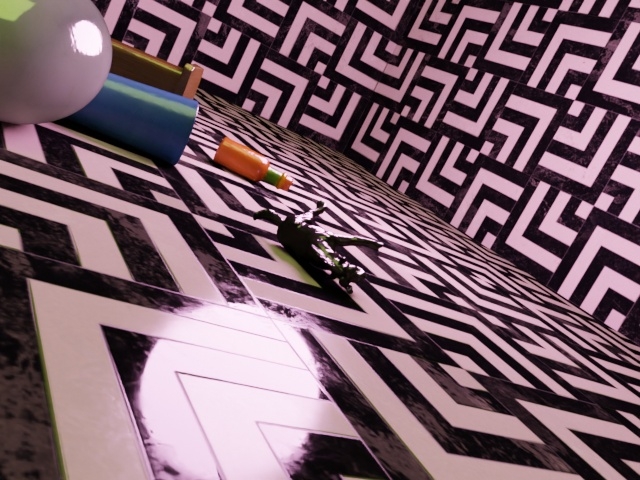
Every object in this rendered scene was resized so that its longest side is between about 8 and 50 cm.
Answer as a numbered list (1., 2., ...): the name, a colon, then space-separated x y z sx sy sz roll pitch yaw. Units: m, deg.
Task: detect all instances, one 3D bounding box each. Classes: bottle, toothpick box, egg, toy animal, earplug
1. bottle: -0.153 -0.169 1.588 0.187 0.069 0.069 28 11 -6
2. toothpick box: -0.429 -0.338 1.440 0.308 0.187 0.190 22 12 -9
3. egg: -0.445 -0.287 1.018 0.230 0.229 0.371 26 18 -4
4. toy animal: 0.000 0.000 1.122 0.233 0.084 0.148 38 16 31
5. earplug: -0.380 -0.247 1.276 0.273 0.132 0.132 19 13 -22
